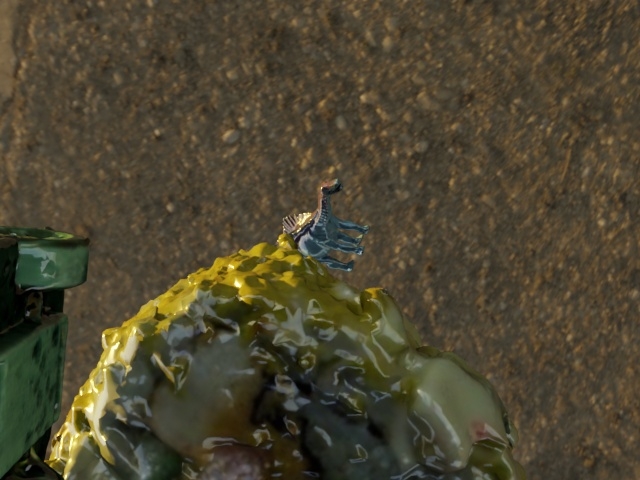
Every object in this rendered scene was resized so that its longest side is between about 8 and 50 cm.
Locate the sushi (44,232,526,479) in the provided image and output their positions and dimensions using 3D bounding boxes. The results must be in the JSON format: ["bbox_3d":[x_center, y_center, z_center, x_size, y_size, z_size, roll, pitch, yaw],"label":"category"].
[{"bbox_3d":[-0.020,0.203,0.749,0.351,0.240,0.396,-40,93,2],"label":"sushi"}]

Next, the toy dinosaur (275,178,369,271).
[{"bbox_3d":[0.000,0.000,0.887,0.080,0.045,0.197,19,147,-6],"label":"toy dinosaur"}]

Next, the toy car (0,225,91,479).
[{"bbox_3d":[-0.172,0.066,0.344,0.125,0.306,0.136,6,95,0],"label":"toy car"}]
